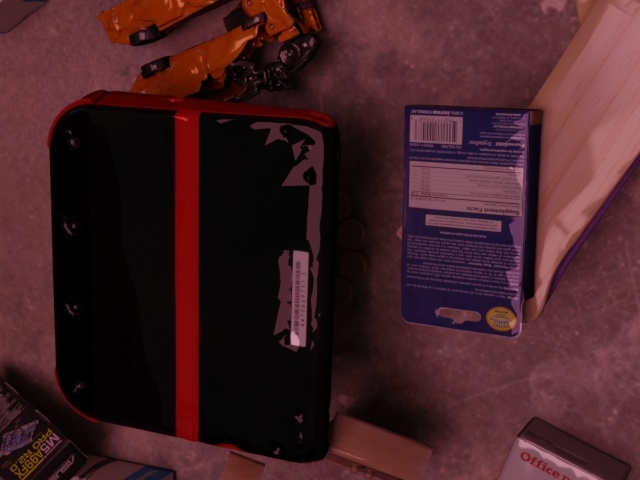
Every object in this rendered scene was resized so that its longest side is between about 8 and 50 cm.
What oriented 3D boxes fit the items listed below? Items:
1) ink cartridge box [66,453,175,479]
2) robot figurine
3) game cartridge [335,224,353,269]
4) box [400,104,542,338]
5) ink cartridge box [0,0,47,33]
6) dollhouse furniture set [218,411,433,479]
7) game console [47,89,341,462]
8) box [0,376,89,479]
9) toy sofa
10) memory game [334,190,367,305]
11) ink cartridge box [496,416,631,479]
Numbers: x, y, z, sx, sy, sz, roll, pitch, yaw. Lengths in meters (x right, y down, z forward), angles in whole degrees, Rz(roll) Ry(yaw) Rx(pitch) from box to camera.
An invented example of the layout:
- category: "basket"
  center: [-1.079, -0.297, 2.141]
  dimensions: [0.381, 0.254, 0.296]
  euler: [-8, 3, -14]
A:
- category: "ink cartridge box"
  center: [-0.308, 0.386, 1.622]
  dimensions: [0.203, 0.086, 0.148]
  euler: [7, 105, 26]
- category: "robot figurine"
  center: [-0.125, -0.260, 1.389]
  dimensions: [0.291, 0.085, 0.211]
  euler: [-18, 93, 29]
- category: "game cartridge"
  center: [0.000, 0.000, 1.424]
  dimensions: [0.083, 0.017, 0.056]
  euler: [29, 116, 18]
- category: "box"
  center: [0.148, -0.021, 1.162]
  dimensions: [0.136, 0.036, 0.225]
  euler: [7, 100, 29]
- category: "ink cartridge box"
  center: [-0.447, -0.356, 1.524]
  dimensions: [0.090, 0.092, 0.143]
  euler: [-29, 86, 29]
- category: "dollhouse furniture set"
  center: [-0.012, 0.379, 1.312]
  dimensions: [0.303, 0.174, 0.355]
  euler: [21, 75, 0]
- category: "game console"
  center: [-0.142, 0.038, 1.266]
  dimensions: [0.342, 0.060, 0.386]
  euler: [7, 106, 19]
- category: "box"
  center: [-0.485, 0.331, 1.587]
  dimensions: [0.216, 0.270, 0.060]
  euler: [30, 158, 36]
- category: "toy sofa"
  center: [0.256, -0.099, 1.196]
  dimensions: [0.177, 0.150, 0.362]
  euler: [38, 115, 18]
- category: "memory game"
  center: [-0.025, 0.007, 1.421]
  dimensions: [0.186, 0.012, 0.186]
  euler: [6, 103, 25]
- category: "ink cartridge box"
  center: [0.261, 0.312, 1.329]
  dimensions: [0.127, 0.072, 0.175]
  euler: [27, 112, 19]
